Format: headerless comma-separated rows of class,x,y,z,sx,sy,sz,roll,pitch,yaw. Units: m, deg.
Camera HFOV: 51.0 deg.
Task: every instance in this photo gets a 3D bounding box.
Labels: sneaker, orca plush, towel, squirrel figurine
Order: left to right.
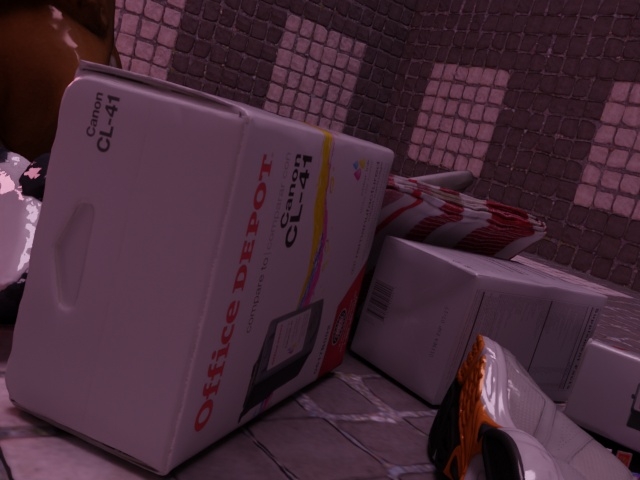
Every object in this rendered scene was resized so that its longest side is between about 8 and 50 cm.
squirrel figurine,-0.428,-0.206,0.765,0.371,0.396,0.281,1,22,-8
orca plush,-0.280,-0.004,0.590,0.287,0.151,0.102,22,-22,39
towel,0.098,0.029,0.812,0.329,0.237,0.037,10,46,-38
sneaker,0.152,0.156,0.471,0.121,0.099,0.262,23,16,-1

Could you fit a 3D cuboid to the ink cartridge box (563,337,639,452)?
ink cartridge box,0.362,0.175,0.655,0.208,0.086,0.153,21,2,34

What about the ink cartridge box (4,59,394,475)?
ink cartridge box,-0.063,0.011,0.524,0.131,0.226,0.306,17,9,18

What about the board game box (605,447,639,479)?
board game box,0.295,0.209,0.544,0.169,0.033,0.133,13,8,-15

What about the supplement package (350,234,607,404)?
supplement package,0.180,0.091,0.746,0.244,0.139,0.134,11,10,-39

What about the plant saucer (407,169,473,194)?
plant saucer,0.014,-0.018,0.926,0.401,0.100,0.400,-10,4,1
